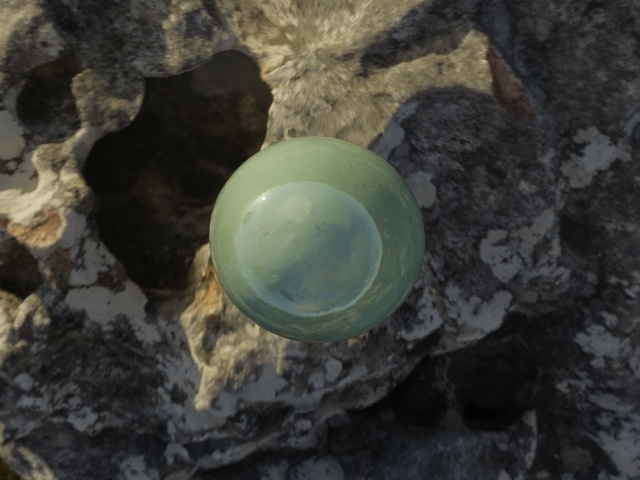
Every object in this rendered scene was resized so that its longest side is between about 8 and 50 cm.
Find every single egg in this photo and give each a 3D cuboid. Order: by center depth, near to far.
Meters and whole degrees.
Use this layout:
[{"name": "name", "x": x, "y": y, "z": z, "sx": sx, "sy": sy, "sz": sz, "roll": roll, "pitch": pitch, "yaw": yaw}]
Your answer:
[{"name": "egg", "x": 0.000, "y": 0.000, "z": 0.998, "sx": 0.276, "sy": 0.389, "sz": 0.275, "roll": -1, "pitch": 86, "yaw": 20}]
